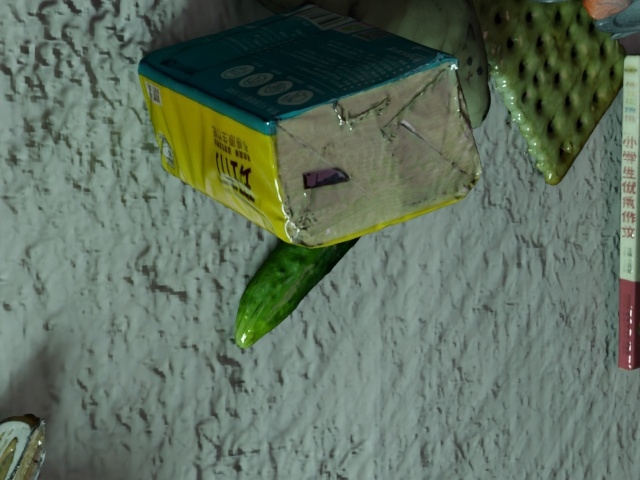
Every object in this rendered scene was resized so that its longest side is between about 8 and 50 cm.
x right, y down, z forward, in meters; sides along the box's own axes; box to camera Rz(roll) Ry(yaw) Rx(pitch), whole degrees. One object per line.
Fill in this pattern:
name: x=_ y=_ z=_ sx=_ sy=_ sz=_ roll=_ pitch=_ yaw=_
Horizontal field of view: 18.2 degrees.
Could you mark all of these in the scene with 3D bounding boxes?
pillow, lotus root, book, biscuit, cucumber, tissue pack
pillow: x=0.040 y=-0.146 z=1.209 sx=0.241 sy=0.051 sz=0.093 roll=26 pitch=80 yaw=-45
lotus root: x=-0.168 y=0.127 z=1.025 sx=0.037 sy=0.030 sz=0.083 roll=70 pitch=42 yaw=-67
book: x=0.272 y=-0.028 z=1.495 sx=0.162 sy=0.022 sz=0.231 roll=-10 pitch=104 yaw=-50
biscuit: x=0.144 y=-0.160 z=1.351 sx=0.139 sy=0.016 sz=0.231 roll=-54 pitch=130 yaw=-31
cucumber: x=0.000 y=0.000 z=1.192 sx=0.168 sy=0.039 sz=0.039 roll=-50 pitch=128 yaw=-29
tissue pack: x=-0.008 y=-0.062 z=1.058 sx=0.120 sy=0.169 sz=0.082 roll=-20 pitch=114 yaw=-22

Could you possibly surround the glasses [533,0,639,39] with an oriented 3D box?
glasses: x=0.174 y=-0.276 z=1.340 sx=0.234 sy=0.118 sz=0.268 roll=12 pitch=63 yaw=-48
